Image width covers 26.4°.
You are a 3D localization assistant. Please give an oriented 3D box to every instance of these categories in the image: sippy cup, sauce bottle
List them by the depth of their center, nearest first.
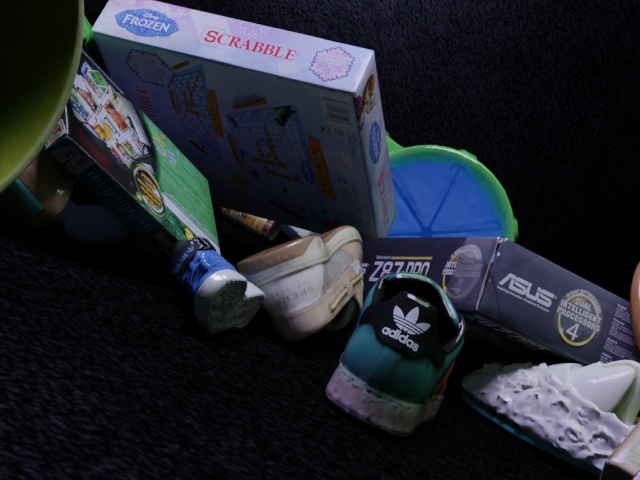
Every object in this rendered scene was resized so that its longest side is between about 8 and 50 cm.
[{"bbox_3d":[0.153,0.001,1.881,0.240,0.306,0.224,3,-6,10],"label":"sippy cup"},{"bbox_3d":[-0.115,-0.043,1.902,0.128,0.042,0.042,28,6,21],"label":"sauce bottle"}]

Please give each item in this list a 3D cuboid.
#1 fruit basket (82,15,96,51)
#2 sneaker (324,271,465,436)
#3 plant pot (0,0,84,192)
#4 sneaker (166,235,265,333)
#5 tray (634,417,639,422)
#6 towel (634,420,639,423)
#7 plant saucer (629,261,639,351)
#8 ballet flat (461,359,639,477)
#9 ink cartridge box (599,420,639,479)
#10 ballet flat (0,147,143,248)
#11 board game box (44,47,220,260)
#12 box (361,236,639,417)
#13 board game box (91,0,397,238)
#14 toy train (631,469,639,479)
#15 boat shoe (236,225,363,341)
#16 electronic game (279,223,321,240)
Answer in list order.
[{"bbox_3d":[-0.447,-0.269,1.415,0.392,0.283,0.392,45,4,-4],"label":"fruit basket"},{"bbox_3d":[0.082,0.091,1.233,0.108,0.121,0.302,28,6,4],"label":"sneaker"},{"bbox_3d":[-0.360,-0.162,0.929,0.293,0.275,0.274,11,-6,40],"label":"plant pot"},{"bbox_3d":[-0.103,0.034,1.173,0.084,0.058,0.152,35,3,11],"label":"sneaker"},{"bbox_3d":[0.551,0.286,1.926,0.202,0.076,0.411,26,7,-12],"label":"tray"},{"bbox_3d":[0.452,0.242,1.742,0.119,0.029,0.067,-13,4,16],"label":"towel"},{"bbox_3d":[0.401,0.101,1.475,0.200,0.200,0.037,25,-38,-29],"label":"plant saucer"},{"bbox_3d":[0.333,0.202,1.374,0.409,0.147,0.147,31,7,34],"label":"ballet flat"},{"bbox_3d":[0.385,0.219,1.183,0.234,0.088,0.193,31,49,26],"label":"ink cartridge box"},{"bbox_3d":[-0.212,-0.050,1.264,0.124,0.116,0.342,49,9,7],"label":"ballet flat"},{"bbox_3d":[-0.166,-0.067,1.228,0.260,0.030,0.136,49,20,-49],"label":"board game box"},{"bbox_3d":[0.247,0.107,1.596,0.395,0.097,0.318,25,-10,-26],"label":"box"},{"bbox_3d":[-0.078,-0.133,1.601,0.318,0.066,0.319,16,-29,17],"label":"board game box"},{"bbox_3d":[0.266,0.206,1.108,0.036,0.027,0.158,17,44,27],"label":"toy train"},{"bbox_3d":[-0.006,0.049,1.384,0.302,0.109,0.098,-7,75,-81],"label":"boat shoe"},{"bbox_3d":[0.000,0.000,2.001,0.229,0.048,0.229,35,7,-5],"label":"electronic game"}]
